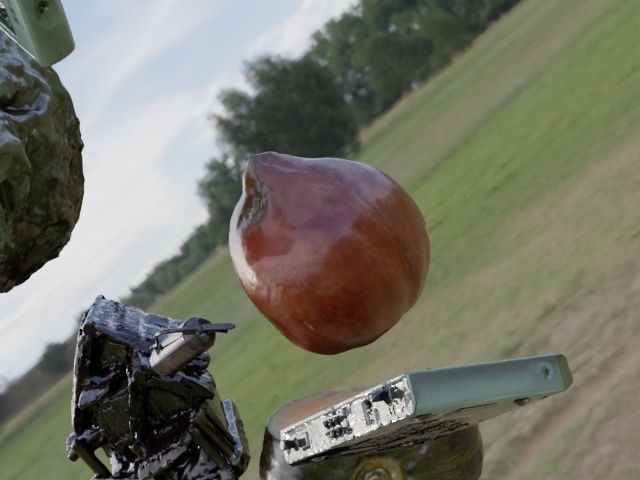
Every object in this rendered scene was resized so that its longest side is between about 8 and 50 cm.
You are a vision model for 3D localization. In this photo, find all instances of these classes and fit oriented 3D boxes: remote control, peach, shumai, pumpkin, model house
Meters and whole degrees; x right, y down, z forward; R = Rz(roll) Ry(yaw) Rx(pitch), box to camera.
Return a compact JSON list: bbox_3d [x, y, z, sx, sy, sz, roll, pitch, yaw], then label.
[{"bbox_3d":[-0.374,-0.312,1.147,0.050,0.344,0.145,-39,-31,-20],"label":"remote control"},{"bbox_3d":[0.000,0.000,1.342,0.232,0.257,0.232,-29,15,8],"label":"peach"},{"bbox_3d":[-0.458,-0.067,1.339,0.395,0.395,0.348,-40,20,3],"label":"shumai"},{"bbox_3d":[0.065,0.289,1.604,0.317,0.139,0.222,-14,15,-2],"label":"pumpkin"},{"bbox_3d":[-0.291,0.238,1.707,0.297,0.282,0.317,-28,17,2],"label":"model house"}]

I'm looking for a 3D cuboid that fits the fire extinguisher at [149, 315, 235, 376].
[{"bbox_3d":[-0.167,0.123,1.357,0.078,0.045,0.157,4,-21,-27],"label":"fire extinguisher"}]

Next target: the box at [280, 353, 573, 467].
[{"bbox_3d":[0.095,0.174,1.136,0.211,0.045,0.270,-3,-18,-31],"label":"box"}]
